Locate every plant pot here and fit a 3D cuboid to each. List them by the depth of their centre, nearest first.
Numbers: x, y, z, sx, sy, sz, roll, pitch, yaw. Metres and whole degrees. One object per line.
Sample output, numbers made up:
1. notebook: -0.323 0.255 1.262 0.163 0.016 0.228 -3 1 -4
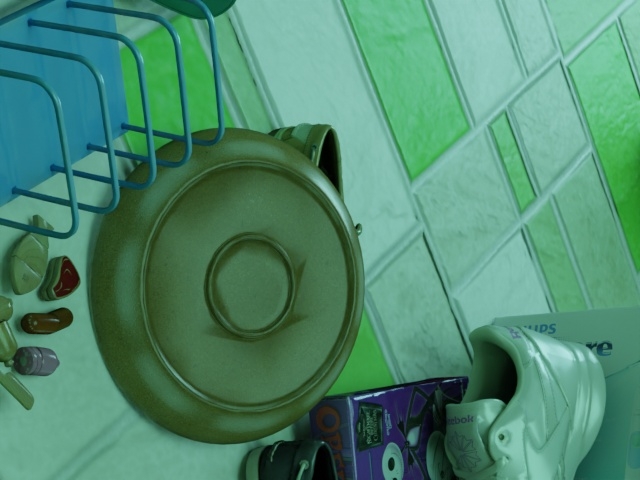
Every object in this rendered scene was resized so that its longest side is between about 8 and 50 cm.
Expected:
1. plant pot: -0.057 0.033 1.157 0.236 0.032 0.236 1 88 -34

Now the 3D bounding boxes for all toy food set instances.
1. toy food set: -0.194 0.051 1.051 0.078 0.019 0.122 53 39 -32

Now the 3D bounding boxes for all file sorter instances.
1. file sorter: -0.153 -0.088 1.031 0.170 0.105 0.118 -39 134 -48

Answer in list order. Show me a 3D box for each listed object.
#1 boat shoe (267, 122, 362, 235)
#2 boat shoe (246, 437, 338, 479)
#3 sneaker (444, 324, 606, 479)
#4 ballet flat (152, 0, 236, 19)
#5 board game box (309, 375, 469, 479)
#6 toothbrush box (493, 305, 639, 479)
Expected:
1. boat shoe: 0.000 0.000 1.258 0.068 0.072 0.190 -15 97 -52
2. boat shoe: -0.002 0.250 1.189 0.075 0.065 0.206 11 62 -60
3. sneaker: 0.152 0.216 1.336 0.152 0.114 0.305 25 62 -32
4. ballet flat: -0.156 -0.227 1.109 0.247 0.083 0.087 15 48 -50
5. board game box: 0.076 0.294 1.316 0.208 0.056 0.346 -2 86 -53
6. toothbrush box: 0.263 0.217 1.441 0.126 0.216 0.295 30 60 -46
